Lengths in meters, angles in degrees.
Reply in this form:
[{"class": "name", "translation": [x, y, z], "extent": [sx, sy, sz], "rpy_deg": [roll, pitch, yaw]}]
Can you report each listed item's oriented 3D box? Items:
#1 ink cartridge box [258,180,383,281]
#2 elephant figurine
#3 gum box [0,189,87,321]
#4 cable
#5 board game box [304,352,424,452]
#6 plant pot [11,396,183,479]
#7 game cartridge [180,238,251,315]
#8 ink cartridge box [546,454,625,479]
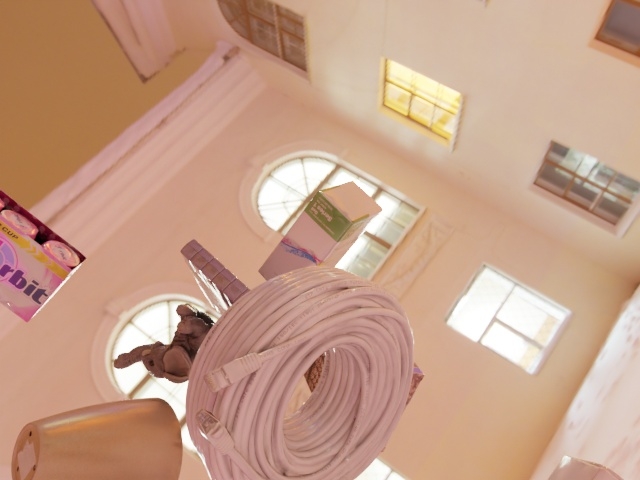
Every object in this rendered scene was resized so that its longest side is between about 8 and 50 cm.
[{"class": "ink cartridge box", "translation": [0.000, 0.000, 1.523], "extent": [0.278, 0.117, 0.201], "rpy_deg": [-51, -12, 27]}, {"class": "elephant figurine", "translation": [-0.364, 0.291, 1.560], "extent": [0.239, 0.186, 0.169], "rpy_deg": [-51, -40, -2]}, {"class": "gum box", "translation": [-0.446, 0.010, 0.866], "extent": [0.107, 0.188, 0.062], "rpy_deg": [-46, 12, 12]}, {"class": "cable", "translation": [-0.012, 0.154, 0.634], "extent": [0.257, 0.089, 0.257], "rpy_deg": [-33, -53, -30]}, {"class": "board game box", "translation": [0.093, 0.332, 1.532], "extent": [0.141, 0.291, 0.231], "rpy_deg": [17, -73, -24]}, {"class": "plant pot", "translation": [-0.474, 0.449, 1.276], "extent": [0.274, 0.256, 0.256], "rpy_deg": [19, -76, -45]}, {"class": "game cartridge", "translation": [-0.215, 0.147, 1.508], "extent": [0.068, 0.230, 0.355], "rpy_deg": [-40, -22, -16]}, {"class": "ink cartridge box", "translation": [0.254, 0.345, 0.587], "extent": [0.219, 0.160, 0.092], "rpy_deg": [-50, -6, -9]}]
